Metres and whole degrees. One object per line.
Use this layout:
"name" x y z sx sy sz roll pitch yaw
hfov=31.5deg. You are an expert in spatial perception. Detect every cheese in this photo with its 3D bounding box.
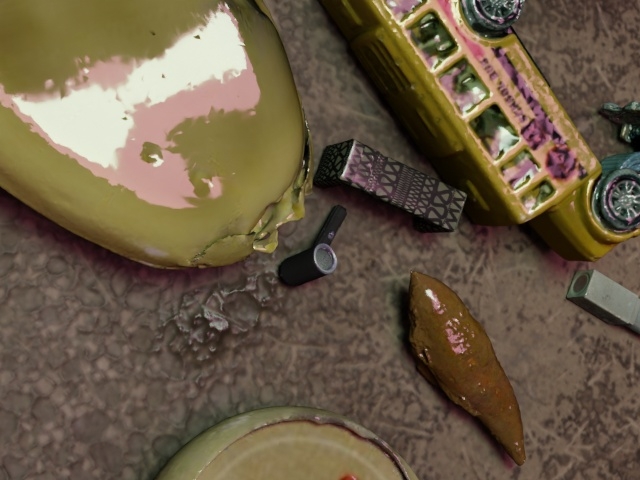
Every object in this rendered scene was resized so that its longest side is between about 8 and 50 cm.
"cheese" -0.133 -0.116 0.846 0.316 0.128 0.259 43 76 -8

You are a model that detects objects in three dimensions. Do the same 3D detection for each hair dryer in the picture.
"hair dryer" 0.000 0.000 0.940 0.026 0.047 0.083 46 49 -22

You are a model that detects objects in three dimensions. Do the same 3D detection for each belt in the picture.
"belt" 0.350 -0.071 1.099 0.179 0.065 0.100 8 90 -26

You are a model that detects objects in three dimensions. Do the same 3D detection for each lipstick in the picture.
"lipstick" 0.293 0.070 1.070 0.129 0.030 0.030 29 73 -20

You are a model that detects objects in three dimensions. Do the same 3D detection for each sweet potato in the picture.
"sweet potato" 0.124 0.110 0.976 0.068 0.060 0.206 -32 102 13

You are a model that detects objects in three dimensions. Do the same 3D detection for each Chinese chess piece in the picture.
"Chinese chess piece" -0.025 0.250 0.850 0.249 0.103 0.250 9 71 -26

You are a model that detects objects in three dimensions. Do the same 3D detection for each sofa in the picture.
"sofa" 0.058 -0.044 0.957 0.117 0.060 0.039 24 81 -22

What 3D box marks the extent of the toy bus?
"toy bus" 0.139 -0.118 0.972 0.123 0.121 0.336 -38 100 -14
